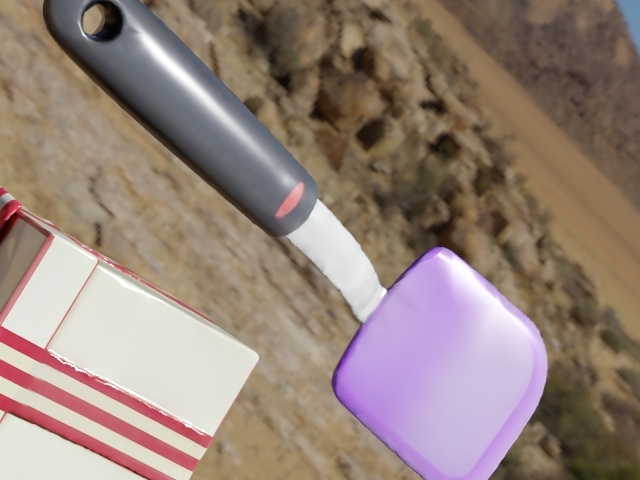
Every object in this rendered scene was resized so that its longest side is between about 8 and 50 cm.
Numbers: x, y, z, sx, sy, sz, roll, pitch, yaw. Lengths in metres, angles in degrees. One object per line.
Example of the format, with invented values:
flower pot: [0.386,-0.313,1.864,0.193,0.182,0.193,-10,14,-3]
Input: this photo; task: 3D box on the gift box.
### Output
gift box: [-0.258,0.109,1.206,0.258,0.255,0.276,34,-9,-34]

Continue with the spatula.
spatula: [0.000,0.000,0.536,0.030,0.084,0.296,27,-15,48]
